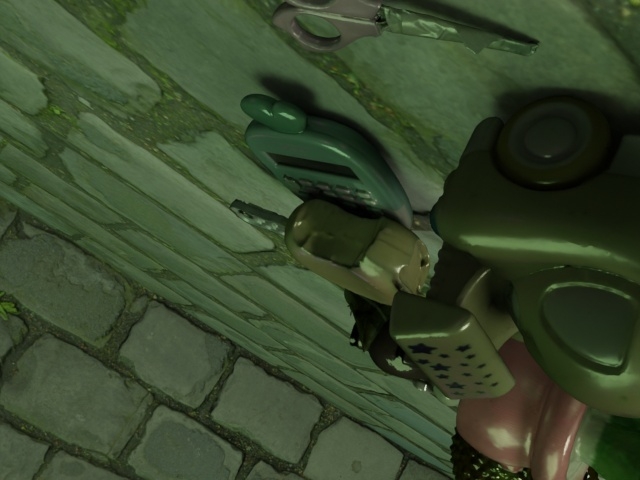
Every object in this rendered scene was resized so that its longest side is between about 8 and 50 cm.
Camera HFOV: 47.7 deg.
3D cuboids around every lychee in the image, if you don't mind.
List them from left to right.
[{"bbox_3d":[0.380,0.420,1.359,0.270,0.270,0.320,36,-166,-22],"label":"lychee"}]

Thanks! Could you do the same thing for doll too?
[{"bbox_3d":[0.180,0.198,1.249,0.257,0.117,0.182,23,-171,20],"label":"doll"}]

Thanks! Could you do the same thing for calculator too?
[{"bbox_3d":[0.010,-0.083,0.866,0.185,0.041,0.299,14,159,38],"label":"calculator"}]

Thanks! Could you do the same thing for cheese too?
[{"bbox_3d":[0.000,0.000,0.921,0.286,0.082,0.163,19,163,26],"label":"cheese"}]

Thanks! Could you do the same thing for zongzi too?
[{"bbox_3d":[0.065,0.126,1.233,0.109,0.119,0.055,15,150,42],"label":"zongzi"}]

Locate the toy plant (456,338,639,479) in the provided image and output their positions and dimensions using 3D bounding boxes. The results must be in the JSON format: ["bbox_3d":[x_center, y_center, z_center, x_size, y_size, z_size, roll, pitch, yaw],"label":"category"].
[{"bbox_3d":[0.387,0.256,1.009,0.356,0.211,0.317,12,-170,32],"label":"toy plant"}]

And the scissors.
[{"bbox_3d":[0.058,-0.165,0.550,0.212,0.021,0.110,17,159,11],"label":"scissors"}]

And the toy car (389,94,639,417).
[{"bbox_3d":[0.252,0.049,0.558,0.336,0.226,0.242,17,159,35],"label":"toy car"}]
